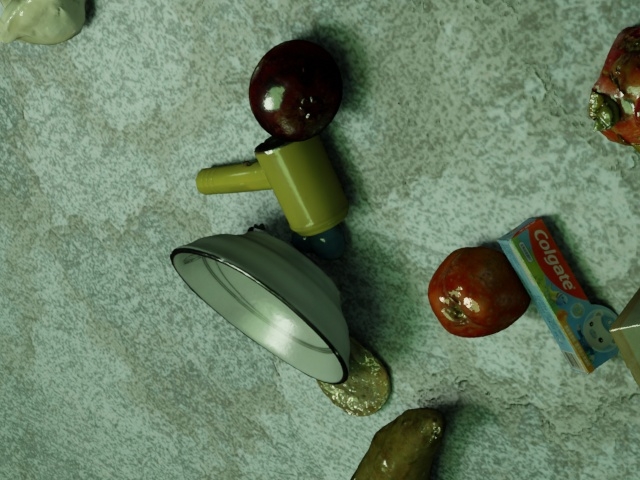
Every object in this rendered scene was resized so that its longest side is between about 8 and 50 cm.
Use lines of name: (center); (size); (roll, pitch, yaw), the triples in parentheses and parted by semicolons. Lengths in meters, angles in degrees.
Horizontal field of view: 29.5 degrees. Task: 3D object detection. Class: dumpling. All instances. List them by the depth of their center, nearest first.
dumpling: (-0.416, -0.339, 1.782); (0.199, 0.136, 0.118); (-31, 89, 40)

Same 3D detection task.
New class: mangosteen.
mangosteen: (-0.038, -0.195, 1.545); (0.140, 0.140, 0.140); (25, 134, 29)

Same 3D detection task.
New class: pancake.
pancake: (0.044, 0.201, 1.831); (0.151, 0.025, 0.152); (25, 133, 30)

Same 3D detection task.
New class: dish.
dish: (-0.062, 0.073, 1.738); (0.316, 0.106, 0.316); (33, 161, 13)

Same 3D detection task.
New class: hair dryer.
hair dryer: (-0.080, -0.079, 1.705); (0.278, 0.090, 0.135); (-2, 120, 52)

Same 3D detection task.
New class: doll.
doll: (0.000, 0.000, 1.705); (0.083, 0.050, 0.076); (8, 129, 38)

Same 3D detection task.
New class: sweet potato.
sweet potato: (0.109, 0.366, 1.822); (0.130, 0.130, 0.423); (36, 133, 18)

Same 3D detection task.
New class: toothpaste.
toothpaste: (0.295, 0.061, 1.470); (0.193, 0.070, 0.044); (59, 170, -9)

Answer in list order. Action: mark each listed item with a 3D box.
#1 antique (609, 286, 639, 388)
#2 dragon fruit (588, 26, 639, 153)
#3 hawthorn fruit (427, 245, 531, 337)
antique: (0.411, 0.105, 1.307); (0.148, 0.152, 0.147); (-17, 108, 46)
dragon fruit: (0.331, -0.136, 1.244); (0.102, 0.096, 0.147); (5, 124, 38)
hawthorn fruit: (0.197, 0.065, 1.511); (0.128, 0.128, 0.128); (25, 134, 29)
